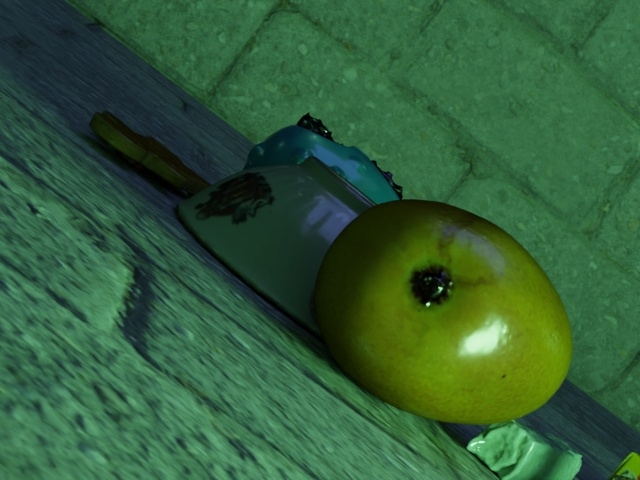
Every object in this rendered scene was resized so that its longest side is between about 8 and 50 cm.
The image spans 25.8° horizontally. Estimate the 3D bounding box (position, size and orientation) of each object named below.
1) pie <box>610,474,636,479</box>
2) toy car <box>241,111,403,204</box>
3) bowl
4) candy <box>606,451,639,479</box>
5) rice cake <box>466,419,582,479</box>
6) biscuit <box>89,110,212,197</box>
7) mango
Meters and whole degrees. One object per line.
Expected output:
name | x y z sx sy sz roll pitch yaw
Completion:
pie | 0.402 0.365 1.685 0.193 0.079 0.163 36 13 -10
toy car | 0.005 -0.044 1.992 0.255 0.188 0.190 38 13 -24
bowl | 0.000 0.000 1.726 0.337 0.157 0.337 38 5 -4
candy | 0.531 0.425 1.961 0.146 0.088 0.276 35 7 -42
rice cake | 0.249 0.255 1.651 0.063 0.069 0.206 41 5 33
biscuit | -0.226 -0.108 1.807 0.158 0.035 0.240 38 4 26
mango | 0.145 0.090 1.530 0.264 0.221 0.378 21 -6 28
